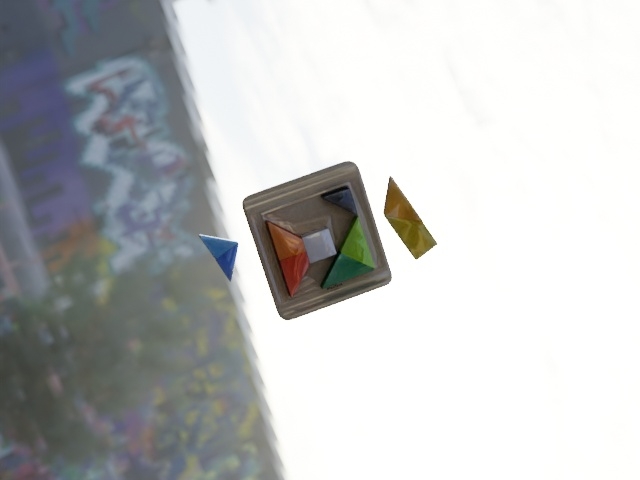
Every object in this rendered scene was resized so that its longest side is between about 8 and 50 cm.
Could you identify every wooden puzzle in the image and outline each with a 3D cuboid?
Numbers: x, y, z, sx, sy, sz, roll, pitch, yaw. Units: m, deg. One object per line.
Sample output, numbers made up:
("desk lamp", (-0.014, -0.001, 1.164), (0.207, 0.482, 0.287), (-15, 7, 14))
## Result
("wooden puzzle", (0.000, 0.000, 0.916), (0.078, 0.116, 0.014), (65, -5, -13))
